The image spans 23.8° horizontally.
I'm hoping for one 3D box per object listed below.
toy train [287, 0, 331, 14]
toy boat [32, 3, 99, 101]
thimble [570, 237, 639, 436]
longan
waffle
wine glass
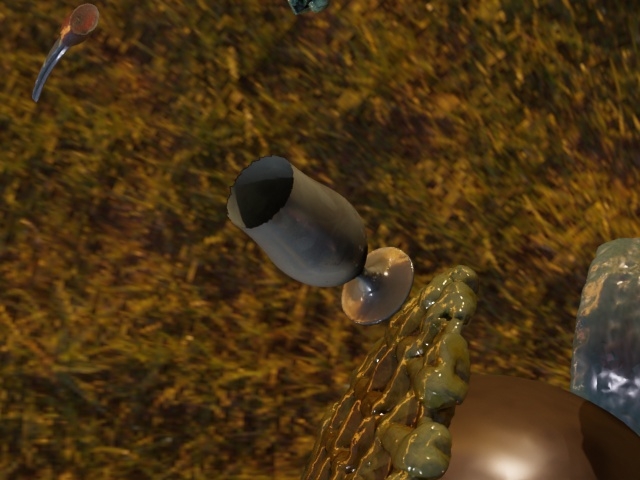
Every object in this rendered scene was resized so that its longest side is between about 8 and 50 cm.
[{"bbox_3d":[-0.023,-0.144,0.700,0.029,0.045,0.092,-29,90,-8],"label":"toy train"},{"bbox_3d":[-0.309,-0.222,1.792,0.034,0.096,0.122,38,122,-11],"label":"toy boat"},{"bbox_3d":[0.319,0.116,1.419,0.143,0.198,0.235,4,91,24],"label":"thimble"},{"bbox_3d":[0.106,0.228,1.008,0.297,0.297,0.297,-2,82,16],"label":"longan"},{"bbox_3d":[0.019,0.101,0.661,0.036,0.183,0.169,25,133,-8],"label":"waffle"},{"bbox_3d":[0.000,0.000,1.450,0.093,0.202,0.093,-22,48,27],"label":"wine glass"}]
